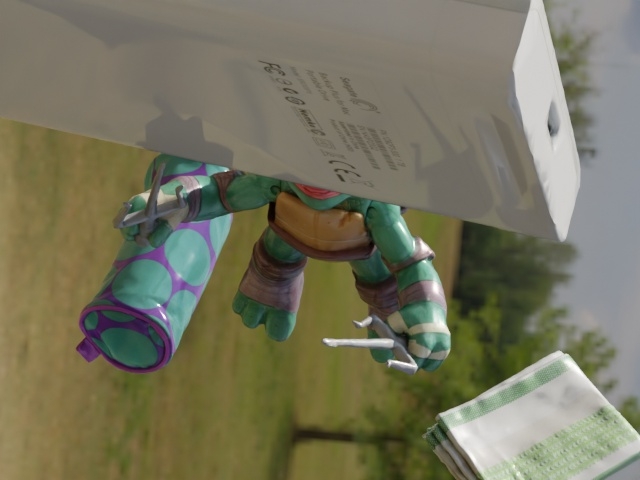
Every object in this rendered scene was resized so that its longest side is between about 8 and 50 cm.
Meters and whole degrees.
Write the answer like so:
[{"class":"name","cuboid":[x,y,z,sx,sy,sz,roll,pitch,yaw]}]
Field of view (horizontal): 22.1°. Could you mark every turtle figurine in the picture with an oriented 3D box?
[{"class":"turtle figurine","cuboid":[0.000,0.000,0.840,0.118,0.175,0.234,-58,166,-12]}]

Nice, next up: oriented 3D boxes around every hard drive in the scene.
[{"class":"hard drive","cuboid":[-0.054,-0.074,0.676,0.203,0.308,0.040,52,54,-69]}]

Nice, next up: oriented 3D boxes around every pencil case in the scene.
[{"class":"pencil case","cuboid":[-0.105,0.012,1.066,0.064,0.070,0.151,56,37,-33]}]

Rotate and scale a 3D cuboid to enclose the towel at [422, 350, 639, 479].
[{"class":"towel","cuboid":[0.145,0.136,0.916,0.152,0.113,0.023,49,-32,27]}]
